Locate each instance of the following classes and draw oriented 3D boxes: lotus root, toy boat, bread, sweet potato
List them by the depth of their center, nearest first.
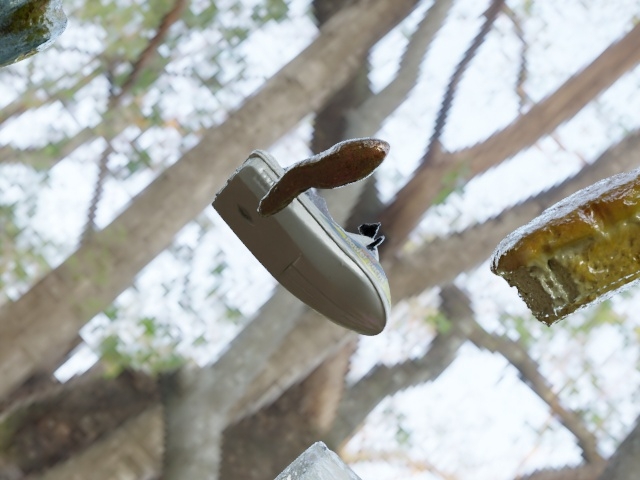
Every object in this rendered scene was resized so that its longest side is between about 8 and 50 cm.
[{"bbox_3d":[0.304,0.000,1.956,0.174,0.245,0.121,67,-1,-80],"label":"bread"},{"bbox_3d":[-0.369,-0.248,2.049,0.088,0.192,0.113,34,-44,36],"label":"lotus root"},{"bbox_3d":[-0.009,-0.070,2.073,0.214,0.050,0.050,-23,-73,39],"label":"sweet potato"},{"bbox_3d":[-0.007,0.000,2.282,0.269,0.141,0.141,37,-32,-5],"label":"toy boat"}]

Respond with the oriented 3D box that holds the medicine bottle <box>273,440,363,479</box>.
[{"bbox_3d":[0.049,0.250,1.072,0.258,0.143,0.143,45,-32,8],"label":"medicine bottle"}]
